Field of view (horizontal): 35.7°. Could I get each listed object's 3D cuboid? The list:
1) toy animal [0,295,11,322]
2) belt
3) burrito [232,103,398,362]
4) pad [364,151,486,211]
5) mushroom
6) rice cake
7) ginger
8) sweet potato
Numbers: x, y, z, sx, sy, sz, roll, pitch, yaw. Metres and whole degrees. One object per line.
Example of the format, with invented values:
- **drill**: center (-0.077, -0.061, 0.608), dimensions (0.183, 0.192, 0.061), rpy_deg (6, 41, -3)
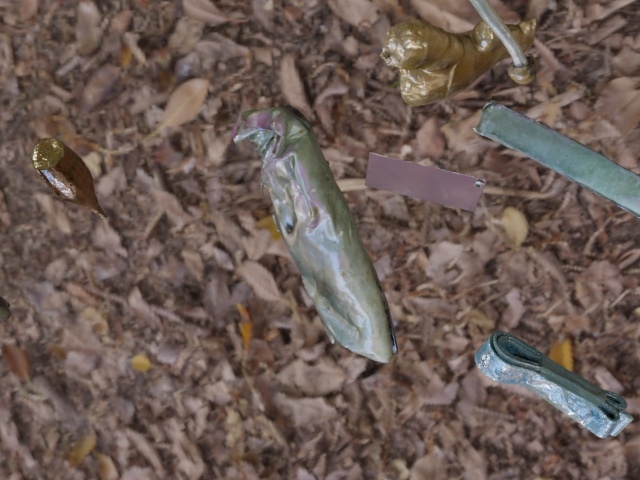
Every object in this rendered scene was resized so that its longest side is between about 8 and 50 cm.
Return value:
- **toy animal**: center (-0.423, -0.011, 1.046), dimensions (0.168, 0.106, 0.343), rpy_deg (3, 122, 48)
- **belt**: center (0.425, 0.267, 1.812), dimensions (0.302, 0.087, 0.072), rpy_deg (29, 123, 0)
- **burrito**: center (0.003, 0.000, 0.978), dimensions (0.096, 0.066, 0.309), rpy_deg (21, 144, 49)
- **pad**: center (0.164, -0.090, 1.588), dimensions (0.188, 0.006, 0.113), rpy_deg (14, 156, 4)
- **mushroom**: center (0.198, -0.339, 1.265), dimensions (0.043, 0.068, 0.306), rpy_deg (-25, 92, 21)
- **rice cake**: center (0.259, -0.083, 1.025), dimensions (0.211, 0.034, 0.043), rpy_deg (30, 98, 11)
- **ginger**: center (0.194, -0.253, 1.350), dimensions (0.081, 0.334, 0.148), rpy_deg (45, 137, 30)
- **sweet potato**: center (-0.269, -0.062, 1.089), dimensions (0.049, 0.049, 0.117), rpy_deg (5, 145, 37)
